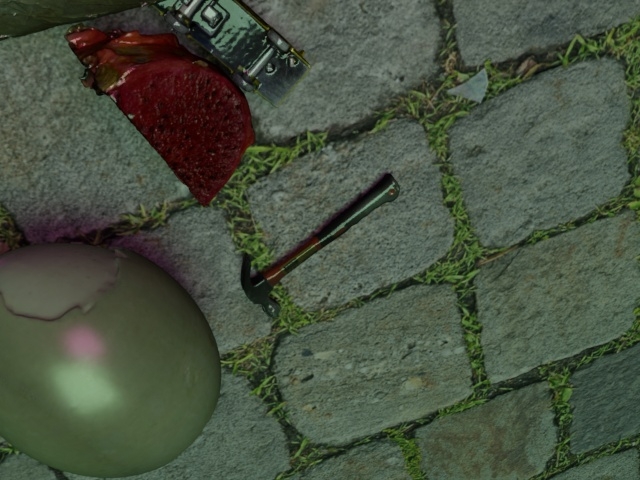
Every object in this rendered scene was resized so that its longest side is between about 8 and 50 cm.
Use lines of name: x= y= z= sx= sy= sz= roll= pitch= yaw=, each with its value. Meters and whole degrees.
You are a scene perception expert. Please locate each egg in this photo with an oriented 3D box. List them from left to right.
egg: x=-0.296 y=0.139 z=0.844 sx=0.278 sy=0.278 sz=0.336 roll=-34 pitch=125 yaw=5

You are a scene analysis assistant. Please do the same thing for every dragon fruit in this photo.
dragon fruit: x=-0.180 y=-0.175 z=0.756 sx=0.126 sy=0.161 sz=0.274 roll=-44 pitch=153 yaw=-6

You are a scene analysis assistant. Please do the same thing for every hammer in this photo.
hammer: x=0.000 y=0.000 z=0.998 sx=0.287 sy=0.033 sz=0.111 roll=-37 pitch=125 yaw=7

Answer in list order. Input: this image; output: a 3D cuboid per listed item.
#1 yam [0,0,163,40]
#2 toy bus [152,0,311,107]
yam: x=-0.269 y=-0.286 z=0.633 sx=0.267 sy=0.161 sz=0.161 roll=-10 pitch=125 yaw=10
toy bus: x=-0.117 y=-0.252 z=0.776 sx=0.226 sy=0.074 sz=0.081 roll=34 pitch=106 yaw=-31
